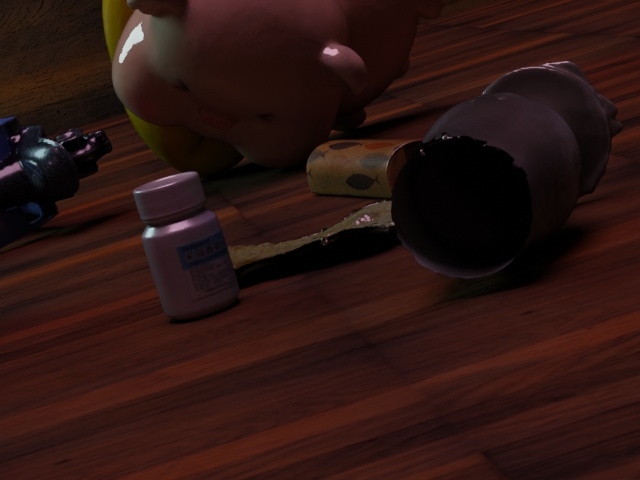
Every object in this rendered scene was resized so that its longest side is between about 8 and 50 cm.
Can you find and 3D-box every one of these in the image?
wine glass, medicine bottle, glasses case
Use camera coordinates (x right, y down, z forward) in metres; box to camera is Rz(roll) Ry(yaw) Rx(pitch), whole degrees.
[{"bbox_3d":[0.113,-0.042,1.160,0.103,0.103,0.222,-13,10,21],"label":"wine glass"},{"bbox_3d":[-0.088,0.003,1.256,0.052,0.089,0.052,-16,9,3],"label":"medicine bottle"},{"bbox_3d":[0.047,-0.063,1.570,0.064,0.041,0.170,-19,9,-20],"label":"glasses case"}]

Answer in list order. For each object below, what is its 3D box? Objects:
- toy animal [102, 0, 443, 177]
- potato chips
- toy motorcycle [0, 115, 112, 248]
[{"bbox_3d":[-0.052,-0.163,1.881,0.345,0.278,0.247,14,16,-24],"label":"toy animal"},{"bbox_3d":[0.000,0.000,1.338,0.209,0.026,0.142,-18,6,-25],"label":"potato chips"},{"bbox_3d":[-0.359,-0.043,1.944,0.212,0.125,0.358,-32,15,-33],"label":"toy motorcycle"}]
